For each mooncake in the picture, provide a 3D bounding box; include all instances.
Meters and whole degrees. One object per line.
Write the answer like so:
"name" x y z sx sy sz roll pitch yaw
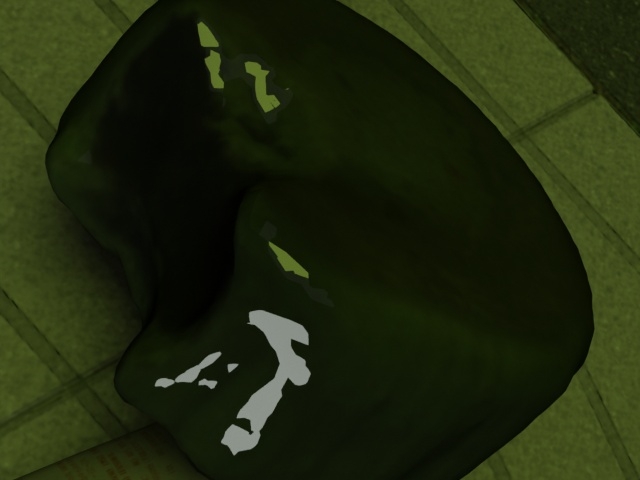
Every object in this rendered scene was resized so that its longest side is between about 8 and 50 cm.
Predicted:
"mooncake" 0.000 0.000 0.711 0.351 0.187 0.351 29 31 -20

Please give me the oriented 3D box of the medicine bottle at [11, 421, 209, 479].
"medicine bottle" -0.161 0.193 0.660 0.252 0.114 0.114 -18 77 -26
